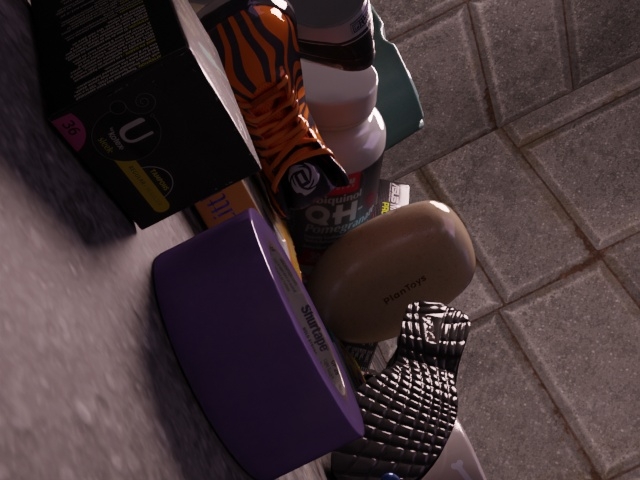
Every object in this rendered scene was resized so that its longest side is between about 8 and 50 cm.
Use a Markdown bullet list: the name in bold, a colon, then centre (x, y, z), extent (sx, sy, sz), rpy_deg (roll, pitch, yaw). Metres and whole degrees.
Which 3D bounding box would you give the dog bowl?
- **dog bowl**: centre (0.191, 0.398, 1.225), extent (0.349, 0.102, 0.348), rpy_deg (161, -90, -87)

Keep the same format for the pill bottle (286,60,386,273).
- **pill bottle**: centre (0.002, -0.113, 1.179), extent (0.318, 0.176, 0.176), rpy_deg (95, -22, -47)

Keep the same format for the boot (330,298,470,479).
- **boot**: centre (0.101, 0.247, 0.983), extent (0.338, 0.118, 0.222), rpy_deg (-46, 151, -51)

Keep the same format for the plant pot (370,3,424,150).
- **plant pot**: centre (-0.019, -0.239, 1.418), extent (0.341, 0.334, 0.341), rpy_deg (63, 3, -7)

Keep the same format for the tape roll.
- **tape roll**: centre (-0.043, 0.076, 0.602), extent (0.189, 0.080, 0.189), rpy_deg (62, 3, -5)

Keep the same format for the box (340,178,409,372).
- **box**: centre (0.093, 0.060, 1.410), extent (0.216, 0.060, 0.270), rpy_deg (-80, -177, -53)

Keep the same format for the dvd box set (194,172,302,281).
- **dvd box set**: centre (-0.150, -0.149, 0.928), extent (0.420, 0.062, 0.307), rpy_deg (62, 3, -20)

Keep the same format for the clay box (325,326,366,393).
- **clay box**: centre (0.038, 0.213, 1.135), extent (0.127, 0.053, 0.222), rpy_deg (65, 4, 24)

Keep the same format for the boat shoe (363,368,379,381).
- **boat shoe**: centre (0.110, 0.301, 1.716), extent (0.133, 0.049, 0.042), rpy_deg (-84, 155, -77)

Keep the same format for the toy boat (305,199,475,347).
- **toy boat**: centre (0.117, 0.093, 1.217), extent (0.318, 0.268, 0.148), rpy_deg (63, 0, -31)

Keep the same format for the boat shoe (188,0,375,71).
- **boat shoe**: centre (-0.065, -0.280, 0.988), extent (0.306, 0.113, 0.105), rpy_deg (19, -26, 26)

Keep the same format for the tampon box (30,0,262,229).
- **tampon box**: centre (-0.127, -0.115, 0.580), extent (0.120, 0.102, 0.161), rpy_deg (60, 5, -48)

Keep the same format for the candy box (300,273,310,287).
- **candy box**: centre (0.000, 0.000, 1.529), extent (0.233, 0.071, 0.159), rpy_deg (-79, 147, -53)

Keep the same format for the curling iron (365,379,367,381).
- **curling iron**: centre (0.021, 0.187, 1.294), extent (0.068, 0.035, 0.274), rpy_deg (43, -8, 40)

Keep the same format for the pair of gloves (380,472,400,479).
- **pair of gloves**: centre (0.084, 0.322, 0.749), extent (0.159, 0.023, 0.198), rpy_deg (53, 28, -54)

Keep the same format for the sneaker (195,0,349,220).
- **sneaker**: centre (-0.038, -0.133, 0.879), extent (0.180, 0.125, 0.321), rpy_deg (62, 2, 16)
